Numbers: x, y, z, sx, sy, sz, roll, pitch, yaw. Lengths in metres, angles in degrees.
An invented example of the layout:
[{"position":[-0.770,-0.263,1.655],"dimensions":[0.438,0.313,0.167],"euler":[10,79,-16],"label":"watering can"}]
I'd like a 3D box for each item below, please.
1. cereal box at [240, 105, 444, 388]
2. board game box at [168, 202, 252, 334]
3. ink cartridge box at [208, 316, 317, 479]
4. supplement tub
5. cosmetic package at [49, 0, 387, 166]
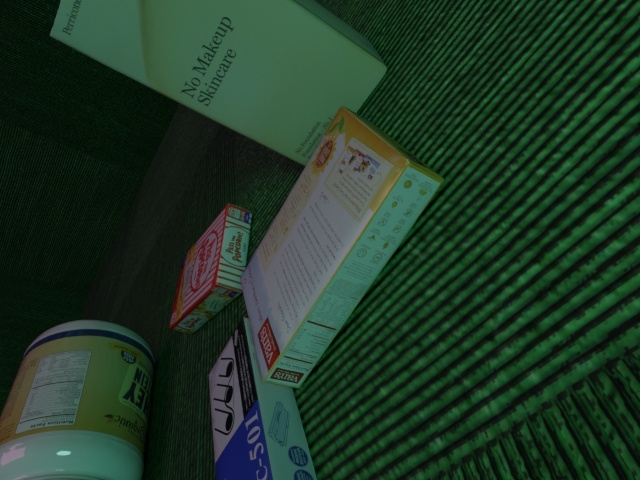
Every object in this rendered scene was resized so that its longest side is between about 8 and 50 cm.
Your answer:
[{"position":[0.000,0.000,0.447],"dimensions":[0.240,0.047,0.173],"euler":[-58,30,19],"label":"cereal box"},{"position":[-0.180,0.051,0.727],"dimensions":[0.193,0.045,0.146],"euler":[-39,40,42],"label":"board game box"},{"position":[-0.065,0.181,0.436],"dimensions":[0.097,0.046,0.207],"euler":[-58,30,21],"label":"ink cartridge box"},{"position":[-0.407,0.317,0.743],"dimensions":[0.228,0.229,0.316],"euler":[-53,32,26],"label":"supplement tub"},{"position":[-0.099,-0.225,0.498],"dimensions":[0.160,0.310,0.113],"euler":[-51,32,30],"label":"cosmetic package"}]
